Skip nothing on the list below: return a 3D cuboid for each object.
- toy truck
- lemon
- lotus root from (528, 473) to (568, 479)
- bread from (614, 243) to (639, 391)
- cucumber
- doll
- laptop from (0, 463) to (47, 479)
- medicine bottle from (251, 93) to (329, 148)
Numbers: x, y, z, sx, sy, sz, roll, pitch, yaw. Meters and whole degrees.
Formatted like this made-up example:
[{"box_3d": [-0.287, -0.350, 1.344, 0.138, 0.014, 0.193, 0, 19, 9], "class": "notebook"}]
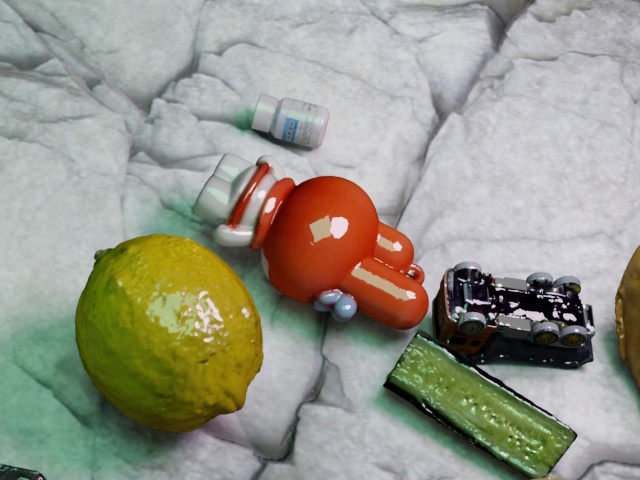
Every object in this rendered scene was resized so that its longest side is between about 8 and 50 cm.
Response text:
[{"box_3d": [0.221, 0.090, 1.908, 0.192, 0.092, 0.083, 8, 54, -14], "class": "toy truck"}, {"box_3d": [-0.161, 0.097, 1.772, 0.192, 0.192, 0.231, -36, 75, -29], "class": "lemon"}, {"box_3d": [0.197, 0.330, 1.700, 0.284, 0.146, 0.160, -13, 76, -21], "class": "lotus root"}, {"box_3d": [0.430, 0.120, 1.893, 0.160, 0.147, 0.260, -17, 66, -31], "class": "bread"}, {"box_3d": [0.177, 0.185, 1.855, 0.211, 0.062, 0.078, 33, 91, 6], "class": "cucumber"}, {"box_3d": [0.000, 0.000, 1.909, 0.290, 0.130, 0.161, 28, 53, 3], "class": "doll"}, {"box_3d": [-0.367, 0.312, 1.685, 0.154, 0.026, 0.207, 11, 54, -2], "class": "laptop"}, {"box_3d": [-0.036, -0.147, 2.050, 0.089, 0.052, 0.052, 15, 54, 1], "class": "medicine bottle"}]
